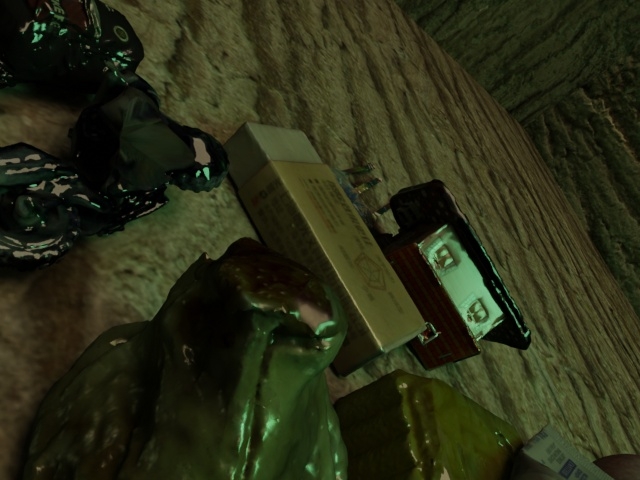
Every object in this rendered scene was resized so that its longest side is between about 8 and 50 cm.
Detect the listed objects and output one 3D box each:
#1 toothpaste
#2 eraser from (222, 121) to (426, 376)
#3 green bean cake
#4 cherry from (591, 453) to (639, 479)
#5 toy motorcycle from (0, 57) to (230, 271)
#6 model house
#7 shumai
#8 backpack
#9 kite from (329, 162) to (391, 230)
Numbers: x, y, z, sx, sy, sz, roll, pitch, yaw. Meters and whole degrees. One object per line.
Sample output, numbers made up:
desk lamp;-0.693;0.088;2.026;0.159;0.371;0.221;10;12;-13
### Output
toothpaste;0.252;0.260;0.584;0.282;0.068;0.099;7;59;-55
eraser;0.000;0.000;0.746;0.144;0.078;0.343;-7;63;-58
green bean cake;0.133;0.275;0.589;0.236;0.124;0.233;36;33;-28
cherry;0.478;0.446;0.814;0.239;0.206;0.239;47;30;-37
toy motorcycle;-0.206;-0.079;0.512;0.159;0.106;0.270;51;40;4
model house;0.162;0.075;0.873;0.293;0.154;0.207;58;-15;-7
shumai;-0.045;0.143;0.388;0.260;0.222;0.225;54;26;-7
backpack;-0.262;-0.213;0.571;0.165;0.106;0.120;-13;65;-55
kite;0.067;-0.072;0.987;0.169;0.015;0.310;58;32;9
